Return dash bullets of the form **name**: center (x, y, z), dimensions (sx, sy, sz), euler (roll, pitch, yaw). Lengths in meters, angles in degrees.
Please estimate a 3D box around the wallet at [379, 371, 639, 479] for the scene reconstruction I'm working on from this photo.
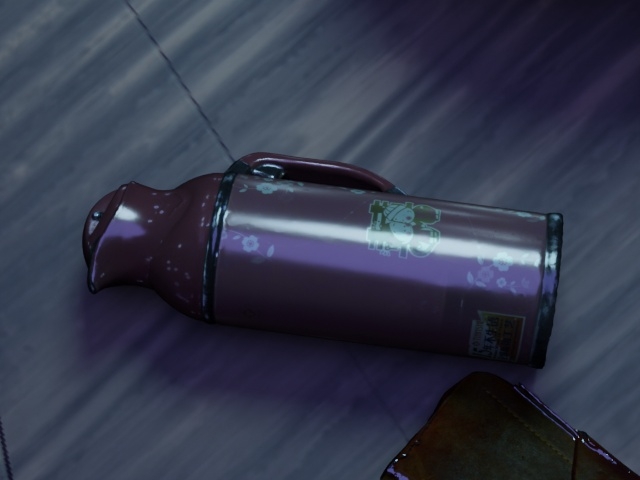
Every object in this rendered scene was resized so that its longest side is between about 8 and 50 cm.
- **wallet**: center (0.173, 0.199, 1.327), dimensions (0.255, 0.031, 0.137), euler (40, 60, 6)

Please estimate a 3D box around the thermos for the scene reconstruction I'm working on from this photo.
- **thermos**: center (-0.001, 0.001, 1.350), dimensions (0.330, 0.109, 0.136), euler (7, 79, 3)
